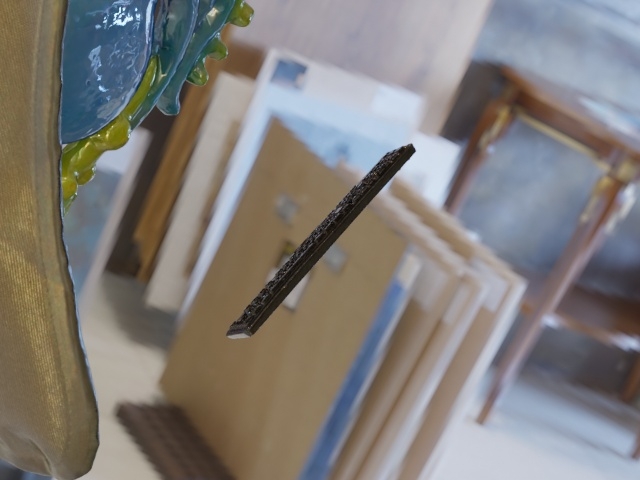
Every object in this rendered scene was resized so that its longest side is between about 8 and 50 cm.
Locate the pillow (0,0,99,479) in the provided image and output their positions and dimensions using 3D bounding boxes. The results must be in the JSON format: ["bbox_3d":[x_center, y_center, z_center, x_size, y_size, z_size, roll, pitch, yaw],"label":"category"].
[{"bbox_3d":[-0.109,-0.032,0.484,0.130,0.218,0.033,25,39,33],"label":"pillow"}]

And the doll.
[{"bbox_3d":[-0.130,-0.188,1.044,0.098,0.341,0.346,30,-7,19],"label":"doll"}]

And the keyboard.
[{"bbox_3d":[0.000,0.000,1.030,0.010,0.155,0.053,44,-16,-8],"label":"keyboard"}]
